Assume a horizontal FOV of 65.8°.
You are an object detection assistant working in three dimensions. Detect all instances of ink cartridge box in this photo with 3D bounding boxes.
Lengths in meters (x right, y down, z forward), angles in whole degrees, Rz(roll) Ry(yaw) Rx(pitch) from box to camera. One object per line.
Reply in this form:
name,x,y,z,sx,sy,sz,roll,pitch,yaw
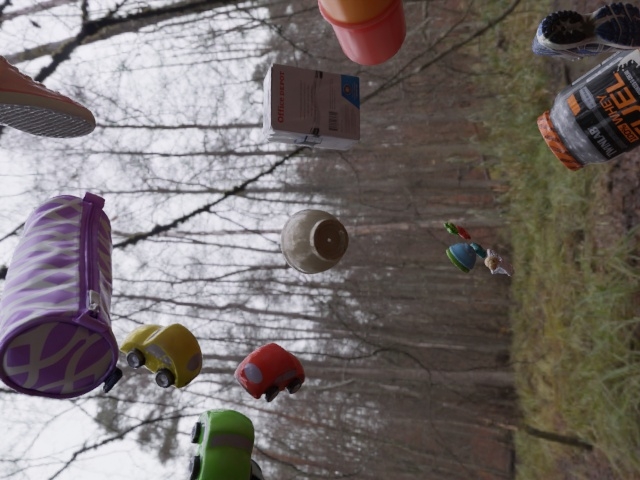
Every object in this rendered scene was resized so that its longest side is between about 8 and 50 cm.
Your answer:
ink cartridge box,-0.019,-0.272,1.023,0.082,0.190,0.140,155,116,-70

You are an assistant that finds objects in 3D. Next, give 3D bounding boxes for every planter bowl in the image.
planter bowl,0.000,0.000,1.182,0.162,0.109,0.162,2,-95,-30

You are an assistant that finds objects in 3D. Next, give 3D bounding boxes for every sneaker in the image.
sneaker,0.314,-0.240,0.580,0.058,0.135,0.052,105,166,-85
sneaker,-0.257,-0.131,0.408,0.134,0.051,0.070,4,-112,-39

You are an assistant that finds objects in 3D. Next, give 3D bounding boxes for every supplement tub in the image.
supplement tub,0.640,-0.293,1.037,0.193,0.316,0.194,25,-134,-30

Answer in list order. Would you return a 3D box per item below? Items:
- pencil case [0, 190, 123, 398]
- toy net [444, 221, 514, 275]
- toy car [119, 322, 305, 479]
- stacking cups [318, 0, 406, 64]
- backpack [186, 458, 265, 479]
pencil case,-0.219,0.037,0.425,0.086,0.206,0.088,25,-72,-37
toy net,0.359,0.034,1.131,0.232,0.045,0.122,20,-149,-39
toy car,-0.105,0.175,0.550,0.053,0.238,0.225,-65,23,21
stacking cups,0.000,-0.233,0.331,0.316,0.095,0.096,50,-136,-67
backpack,-0.213,0.565,1.103,0.166,0.188,0.144,44,-179,-21
